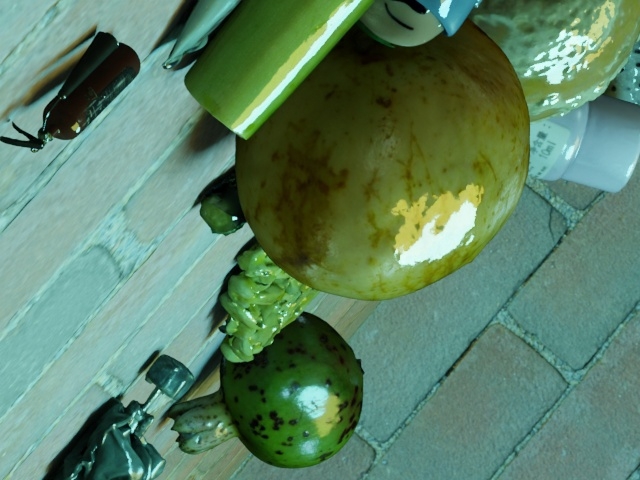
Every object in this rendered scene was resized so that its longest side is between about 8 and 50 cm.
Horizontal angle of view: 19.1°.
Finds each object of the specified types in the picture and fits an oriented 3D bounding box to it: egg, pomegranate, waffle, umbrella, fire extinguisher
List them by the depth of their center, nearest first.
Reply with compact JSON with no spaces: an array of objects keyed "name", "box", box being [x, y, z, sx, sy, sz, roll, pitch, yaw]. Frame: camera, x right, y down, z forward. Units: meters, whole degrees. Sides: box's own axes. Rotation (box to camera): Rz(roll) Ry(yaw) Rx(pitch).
[{"name":"fire extinguisher","box":[-0.133,-0.084,1.059,0.046,0.032,0.100,-42,-173,47]},{"name":"pomegranate","box":[0.047,-0.068,1.471,0.248,0.248,0.248,-49,172,-9]},{"name":"egg","box":[0.168,-0.200,1.626,0.245,0.203,0.203,-41,176,22]},{"name":"umbrella","box":[-0.240,0.269,1.938,0.349,0.094,0.143,-52,177,-3]},{"name":"waffle","box":[0.000,0.000,2.083,0.297,0.073,0.317,-46,172,-24]},{"name":"pomegranate","box":[-0.064,0.190,2.308,0.247,0.202,0.202,-21,168,-7]}]

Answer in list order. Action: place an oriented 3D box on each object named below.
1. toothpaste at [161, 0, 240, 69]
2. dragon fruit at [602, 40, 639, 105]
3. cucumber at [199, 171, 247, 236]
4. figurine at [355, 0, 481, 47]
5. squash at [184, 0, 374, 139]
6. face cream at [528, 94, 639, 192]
[{"name":"toothpaste","box":[-0.034,-0.183,1.148,0.205,0.036,0.056,-50,175,34]},{"name":"dragon fruit","box":[0.267,-0.271,1.897,0.221,0.204,0.283,-78,179,-50]},{"name":"cucumber","box":[-0.030,-0.070,1.688,0.044,0.043,0.256,-49,175,39]},{"name":"figurine","box":[0.071,-0.187,1.362,0.144,0.114,0.178,-35,175,19]},{"name":"squash","box":[0.007,-0.180,1.247,0.250,0.083,0.083,-49,173,15]},{"name":"face cream","box":[0.169,-0.121,1.829,0.154,0.273,0.096,120,-17,-62]}]
